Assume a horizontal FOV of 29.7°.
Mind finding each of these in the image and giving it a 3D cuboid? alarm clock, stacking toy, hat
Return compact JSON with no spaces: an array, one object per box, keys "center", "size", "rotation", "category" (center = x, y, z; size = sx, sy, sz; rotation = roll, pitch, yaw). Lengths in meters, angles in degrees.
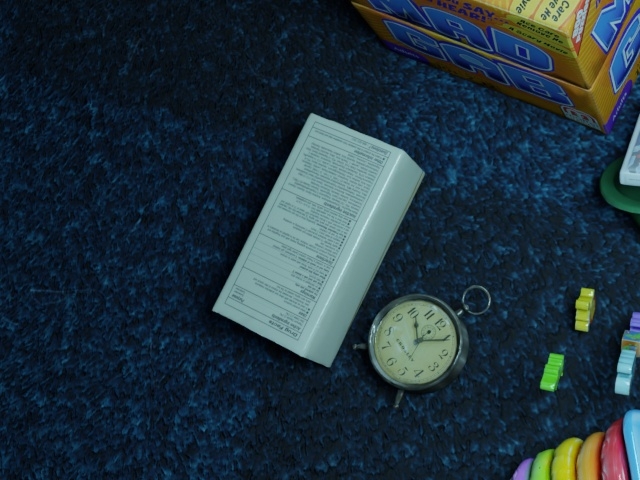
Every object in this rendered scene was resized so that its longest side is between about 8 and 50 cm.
[{"center":[0.148,0.127,1.606],"size":[0.192,0.064,0.129],"rotation":[-39,66,11],"category":"alarm clock"},{"center":[0.291,0.310,1.470],"size":[0.302,0.175,0.166],"rotation":[-15,73,29],"category":"stacking toy"},{"center":[0.458,-0.001,1.540],"size":[0.173,0.183,0.208],"rotation":[-13,29,7],"category":"hat"},{"center":[0.373,0.139,1.453],"size":[0.167,0.221,0.052],"rotation":[9,122,22],"category":"stacking toy"}]

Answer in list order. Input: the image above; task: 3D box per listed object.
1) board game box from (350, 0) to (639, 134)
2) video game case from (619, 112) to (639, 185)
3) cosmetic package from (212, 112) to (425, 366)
[{"center":[0.262,-0.406,1.540],"size":[0.356,0.356,0.356],"rotation":[26,86,25],"category":"board game box"},{"center":[0.484,-0.128,1.503],"size":[0.183,0.023,0.201],"rotation":[7,43,23],"category":"video game case"},{"center":[0.000,0.000,1.670],"size":[0.160,0.113,0.309],"rotation":[26,87,25],"category":"cosmetic package"}]
